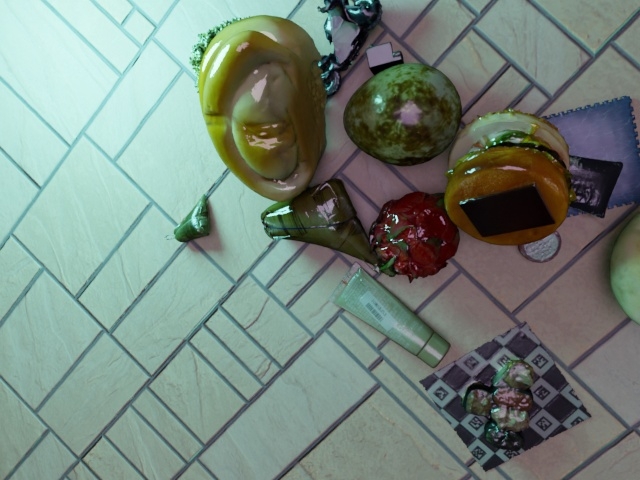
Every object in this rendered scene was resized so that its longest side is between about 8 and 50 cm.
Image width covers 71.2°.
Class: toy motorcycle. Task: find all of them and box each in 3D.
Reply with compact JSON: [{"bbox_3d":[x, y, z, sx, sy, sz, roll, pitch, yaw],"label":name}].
[{"bbox_3d":[0.037,-0.520,1.157,0.159,0.106,0.270,40,114,8],"label":"toy motorcycle"}]

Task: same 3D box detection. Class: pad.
[{"bbox_3d":[0.654,-0.198,1.118,0.269,0.012,0.269,-14,94,12],"label":"pad"}]

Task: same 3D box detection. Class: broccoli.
[{"bbox_3d":[-0.231,-0.480,1.180,0.226,0.176,0.198,-38,89,28],"label":"broccoli"}]

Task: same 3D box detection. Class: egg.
[{"bbox_3d":[0.194,-0.299,1.086,0.289,0.238,0.239,-3,96,30],"label":"egg"}]

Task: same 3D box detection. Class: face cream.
[{"bbox_3d":[0.193,0.212,1.233,0.341,0.084,0.137,36,100,14],"label":"face cream"}]

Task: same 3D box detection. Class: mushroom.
[{"bbox_3d":[0.844,0.084,0.983,0.353,0.353,0.325,42,133,4],"label":"mushroom"}]

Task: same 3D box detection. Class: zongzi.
[{"bbox_3d":[-0.399,-0.062,1.337,0.154,0.062,0.131,-14,73,28],"label":"zongzi"},{"bbox_3d":[0.000,0.000,1.226,0.260,0.123,0.289,-22,101,20],"label":"zongzi"}]

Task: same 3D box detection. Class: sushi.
[{"bbox_3d":[0.497,0.442,1.197,0.339,0.069,0.320,-34,89,13],"label":"sushi"}]

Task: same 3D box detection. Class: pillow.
[{"bbox_3d":[0.610,-0.146,1.098,0.208,0.055,0.142,16,102,12],"label":"pillow"}]

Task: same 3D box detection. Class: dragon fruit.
[{"bbox_3d":[0.251,-0.036,1.139,0.233,0.234,0.293,32,71,6],"label":"dragon fruit"}]

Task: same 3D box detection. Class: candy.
[{"bbox_3d":[0.560,0.006,1.146,0.103,0.043,0.103,1,95,9],"label":"candy"}]

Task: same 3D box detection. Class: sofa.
[{"bbox_3d":[0.163,-0.459,1.115,0.085,0.147,0.060,-8,99,15],"label":"sofa"}]

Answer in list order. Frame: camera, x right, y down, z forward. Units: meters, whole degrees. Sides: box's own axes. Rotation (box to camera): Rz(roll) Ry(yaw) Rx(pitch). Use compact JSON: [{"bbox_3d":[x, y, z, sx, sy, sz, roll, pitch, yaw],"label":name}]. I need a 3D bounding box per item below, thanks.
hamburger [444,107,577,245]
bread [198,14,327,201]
[{"bbox_3d":[0.421,-0.145,1.009,0.290,0.291,0.225,17,55,9],"label":"hamburger"},{"bbox_3d":[-0.112,-0.305,1.083,0.328,0.245,0.424,-18,129,-10],"label":"bread"}]
